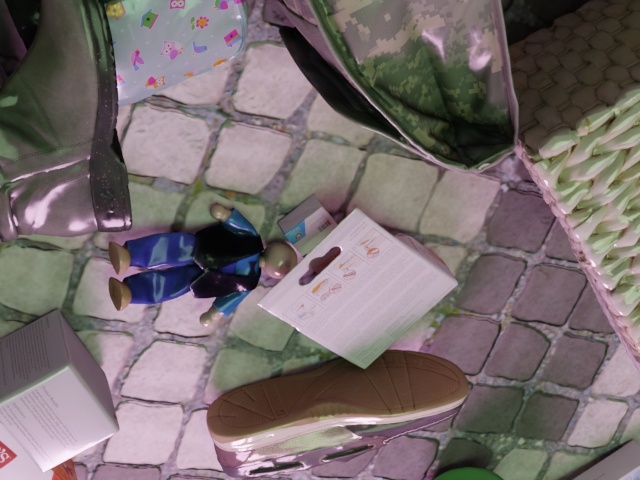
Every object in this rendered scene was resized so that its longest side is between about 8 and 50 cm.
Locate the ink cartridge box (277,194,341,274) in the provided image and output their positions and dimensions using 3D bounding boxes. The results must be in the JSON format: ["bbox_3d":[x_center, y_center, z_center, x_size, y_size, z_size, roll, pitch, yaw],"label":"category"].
[{"bbox_3d":[0.000,0.000,1.190,0.048,0.028,0.083,-37,126,2],"label":"ink cartridge box"}]

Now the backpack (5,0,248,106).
[{"bbox_3d":[-0.151,-0.184,0.948,0.182,0.115,0.152,-22,148,-9],"label":"backpack"}]

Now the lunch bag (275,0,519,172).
[{"bbox_3d":[0.045,-0.202,0.957,0.169,0.235,0.287,-30,124,1],"label":"lunch bag"}]

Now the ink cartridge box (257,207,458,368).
[{"bbox_3d":[0.035,0.045,1.208,0.145,0.045,0.179,-44,129,13],"label":"ink cartridge box"}]

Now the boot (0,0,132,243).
[{"bbox_3d":[-0.228,-0.096,0.850,0.161,0.083,0.246,-9,120,-13],"label":"boot"}]

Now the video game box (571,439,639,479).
[{"bbox_3d":[0.358,0.385,1.542,0.205,0.048,0.187,-30,129,-10],"label":"video game box"}]

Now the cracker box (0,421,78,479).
[{"bbox_3d":[-0.381,0.261,1.174,0.232,0.067,0.155,-34,126,0],"label":"cracker box"}]

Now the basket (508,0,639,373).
[{"bbox_3d":[0.351,-0.095,1.047,0.328,0.331,0.266,-31,108,11],"label":"basket"}]

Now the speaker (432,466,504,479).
[{"bbox_3d":[0.196,0.426,1.467,0.131,0.131,0.296,-18,124,-11],"label":"speaker"}]

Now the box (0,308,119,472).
[{"bbox_3d":[-0.260,0.144,1.129,0.087,0.102,0.101,-28,125,-1],"label":"box"}]

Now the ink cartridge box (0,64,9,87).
[{"bbox_3d":[-0.309,-0.149,0.913,0.078,0.134,0.231,-30,125,-4],"label":"ink cartridge box"}]

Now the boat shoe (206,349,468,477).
[{"bbox_3d":[0.020,0.194,1.276,0.285,0.103,0.092,-11,128,-11],"label":"boat shoe"}]

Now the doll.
[{"bbox_3d":[-0.112,0.028,1.152,0.189,0.046,0.129,-7,112,-25],"label":"doll"}]
